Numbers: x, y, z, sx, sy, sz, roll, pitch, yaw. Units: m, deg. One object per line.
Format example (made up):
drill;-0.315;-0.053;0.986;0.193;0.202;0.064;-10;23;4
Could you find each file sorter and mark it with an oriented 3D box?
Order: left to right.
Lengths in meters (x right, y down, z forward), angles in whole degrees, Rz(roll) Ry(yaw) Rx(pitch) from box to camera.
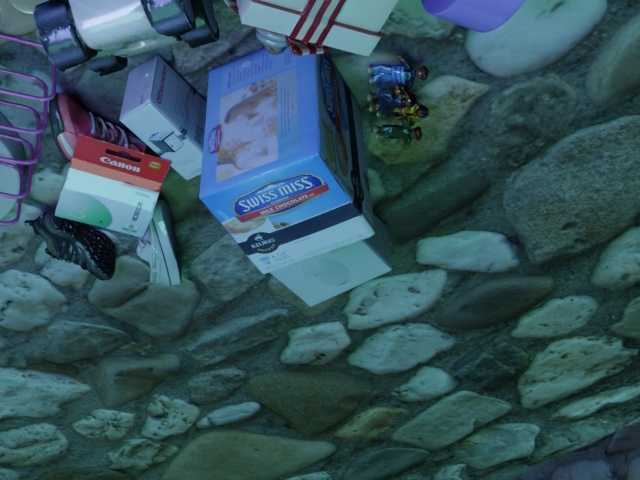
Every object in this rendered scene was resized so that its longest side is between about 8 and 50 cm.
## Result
file sorter;-0.584;-0.198;1.570;0.182;0.202;0.291;11;126;-23

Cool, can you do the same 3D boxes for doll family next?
doll family;0.155;-0.266;1.705;0.111;0.076;0.193;6;147;20

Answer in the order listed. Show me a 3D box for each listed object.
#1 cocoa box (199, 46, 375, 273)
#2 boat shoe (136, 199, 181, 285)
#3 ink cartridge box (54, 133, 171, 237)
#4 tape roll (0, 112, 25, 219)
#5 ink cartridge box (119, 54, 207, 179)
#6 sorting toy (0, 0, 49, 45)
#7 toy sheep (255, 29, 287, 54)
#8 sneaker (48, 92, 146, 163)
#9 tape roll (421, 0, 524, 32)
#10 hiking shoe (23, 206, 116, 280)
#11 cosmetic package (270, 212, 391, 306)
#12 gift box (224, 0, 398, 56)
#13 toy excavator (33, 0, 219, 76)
cocoa box;-0.060;-0.164;1.606;0.231;0.347;0.228;-19;136;17
boat shoe;-0.366;0.010;1.986;0.088;0.096;0.267;-5;147;-4
ink cartridge box;-0.400;-0.098;1.714;0.181;0.056;0.225;15;148;-17
tape roll;-0.792;-0.161;1.781;0.391;0.072;0.392;-2;138;-2
ink cartridge box;-0.276;-0.229;1.676;0.082;0.140;0.190;-25;134;26
sorting toy;-0.603;-0.422;1.523;0.307;0.041;0.229;-17;140;17
toy sheep;-0.070;-0.385;1.557;0.091;0.091;0.132;7;124;-11
sneaker;-0.419;-0.192;1.757;0.136;0.116;0.314;-21;143;6
tape roll;0.252;-0.459;1.342;0.090;0.275;0.275;16;136;-18
hiking shoe;-0.551;0.010;1.994;0.114;0.086;0.227;-10;134;29
cosmetic package;0.000;0.000;1.953;0.224;0.138;0.224;-26;135;24
gift box;-0.023;-0.453;1.359;0.276;0.255;0.258;11;135;-24
toy excavator;-0.350;-0.494;1.314;0.222;0.433;0.445;-16;94;7
